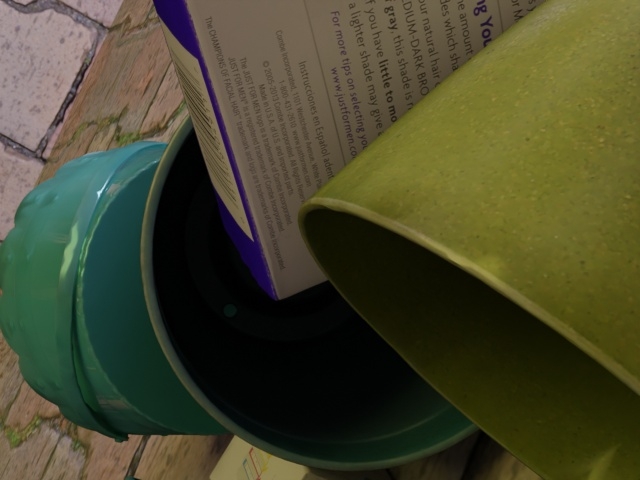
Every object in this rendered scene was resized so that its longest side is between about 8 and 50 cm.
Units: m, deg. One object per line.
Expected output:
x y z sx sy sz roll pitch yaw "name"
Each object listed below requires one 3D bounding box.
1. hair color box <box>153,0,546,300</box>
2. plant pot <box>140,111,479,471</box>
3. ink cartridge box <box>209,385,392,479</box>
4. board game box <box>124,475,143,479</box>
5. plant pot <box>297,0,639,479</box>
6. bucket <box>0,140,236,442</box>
0.091 -0.125 0.634 0.338 0.185 0.110 -21 33 -10 "hair color box"
0.000 0.000 0.834 0.272 0.271 0.255 -64 13 -3 "plant pot"
-0.013 0.181 0.852 0.090 0.092 0.143 -58 24 10 "ink cartridge box"
0.060 0.216 0.479 0.336 0.253 0.079 11 76 65 "board game box"
0.187 -0.033 0.529 0.293 0.275 0.275 -49 23 -11 "plant pot"
-0.133 0.043 1.029 0.183 0.281 0.281 -5 61 57 "bucket"
